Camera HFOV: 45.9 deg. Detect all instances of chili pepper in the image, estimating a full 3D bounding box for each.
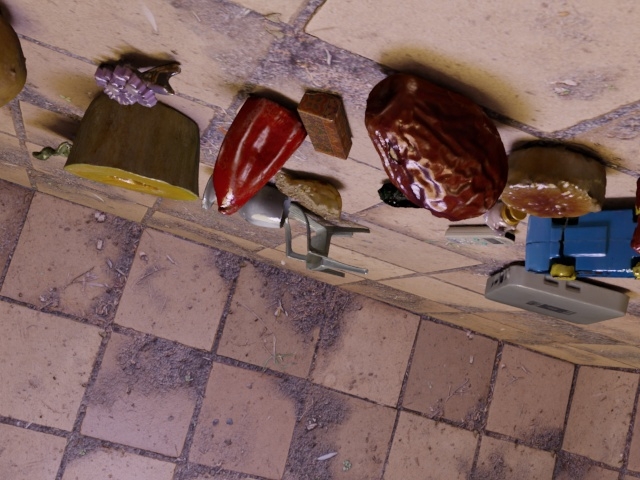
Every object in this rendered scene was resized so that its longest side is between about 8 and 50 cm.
[{"bbox_3d":[-0.142,-0.167,1.518,0.136,0.252,0.144,33,178,6],"label":"chili pepper"}]

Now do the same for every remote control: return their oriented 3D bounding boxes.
[{"bbox_3d":[0.424,-0.013,2.017,0.078,0.042,0.221,24,165,-34],"label":"remote control"}]

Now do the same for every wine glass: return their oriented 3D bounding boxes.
[{"bbox_3d":[-0.211,-0.114,2.182,0.241,0.126,0.126,16,169,7],"label":"wine glass"}]

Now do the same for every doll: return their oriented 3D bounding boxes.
[{"bbox_3d":[0.419,-0.045,1.750,0.073,0.084,0.127,22,159,-18],"label":"doll"}]

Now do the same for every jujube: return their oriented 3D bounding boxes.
[{"bbox_3d":[0.193,-0.151,1.266,0.290,0.197,0.197,41,157,-31],"label":"jujube"}]

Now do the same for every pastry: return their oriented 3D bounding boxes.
[{"bbox_3d":[0.424,-0.109,1.400,0.192,0.093,0.182,1,161,40],"label":"pastry"}]

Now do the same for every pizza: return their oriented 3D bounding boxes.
[{"bbox_3d":[0.002,-0.121,2.005,0.188,0.080,0.204,36,-169,30],"label":"pizza"}]

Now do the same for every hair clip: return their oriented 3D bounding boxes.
[{"bbox_3d":[-0.382,-0.324,1.529,0.292,0.084,0.106,10,151,47],"label":"hair clip"}]

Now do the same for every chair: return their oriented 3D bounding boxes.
[{"bbox_3d":[0.000,0.000,2.371,0.275,0.190,0.203,12,170,-23],"label":"chair"}]

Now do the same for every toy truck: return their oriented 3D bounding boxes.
[{"bbox_3d":[0.613,0.007,1.557,0.162,0.161,0.385,9,172,-38],"label":"toy truck"}]

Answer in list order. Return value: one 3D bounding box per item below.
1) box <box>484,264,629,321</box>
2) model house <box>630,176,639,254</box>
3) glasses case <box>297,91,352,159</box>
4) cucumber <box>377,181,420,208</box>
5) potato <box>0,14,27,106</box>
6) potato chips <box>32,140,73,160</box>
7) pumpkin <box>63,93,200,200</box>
[{"bbox_3d":[0.734,0.172,2.396,0.373,0.090,0.367,16,168,1],"label":"box"},{"bbox_3d":[0.666,-0.044,1.229,0.196,0.160,0.254,18,167,-10],"label":"model house"},{"bbox_3d":[0.014,-0.226,1.499,0.075,0.049,0.218,20,170,13],"label":"glasses case"},{"bbox_3d":[0.227,-0.109,1.744,0.072,0.072,0.300,22,168,-30],"label":"cucumber"},{"bbox_3d":[-0.710,-0.395,1.360,0.296,0.290,0.397,-10,132,-11],"label":"potato"},{"bbox_3d":[-0.620,-0.240,2.195,0.373,0.097,0.389,17,169,-41],"label":"potato chips"},{"bbox_3d":[-0.431,-0.224,1.814,0.332,0.199,0.332,13,177,1],"label":"pumpkin"}]
